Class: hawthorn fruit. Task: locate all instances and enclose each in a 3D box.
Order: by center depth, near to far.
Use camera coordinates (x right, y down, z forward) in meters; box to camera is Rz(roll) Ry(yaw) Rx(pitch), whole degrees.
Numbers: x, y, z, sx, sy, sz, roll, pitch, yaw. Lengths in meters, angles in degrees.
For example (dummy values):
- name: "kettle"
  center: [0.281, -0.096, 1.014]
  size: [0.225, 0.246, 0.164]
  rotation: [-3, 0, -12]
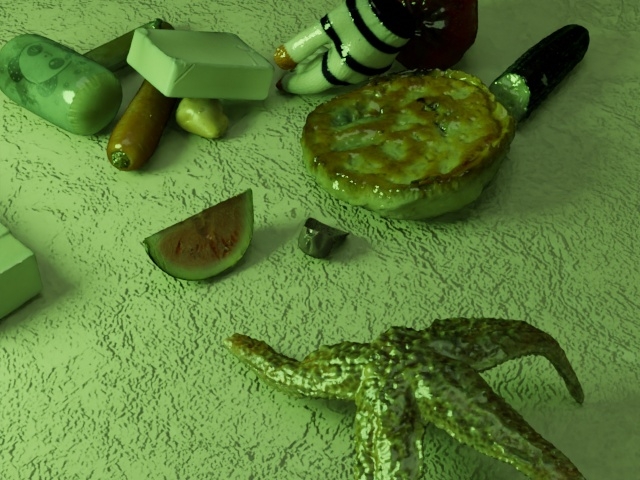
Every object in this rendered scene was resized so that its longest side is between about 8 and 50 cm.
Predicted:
- name: "hawthorn fruit"
  center: [0.177, -0.346, 1.879]
  size: [0.157, 0.157, 0.194]
  rotation: [18, 31, 18]

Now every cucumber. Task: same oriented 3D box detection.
- name: "cucumber"
  center: [0.334, -0.260, 1.840]
  size: [0.074, 0.074, 0.241]
  rotation: [26, 48, 25]

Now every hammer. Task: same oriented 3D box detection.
- name: "hammer"
  center: [-0.325, -0.272, 1.845]
  size: [0.202, 0.113, 0.305]
  rotation: [30, 43, 24]

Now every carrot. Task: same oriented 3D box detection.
- name: "carrot"
  center: [-0.252, -0.178, 1.759]
  size: [0.067, 0.067, 0.225]
  rotation: [7, 43, 8]

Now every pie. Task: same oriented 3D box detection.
- name: "pie"
  center: [0.121, -0.136, 1.705]
  size: [0.315, 0.092, 0.315]
  rotation: [-3, 40, 3]

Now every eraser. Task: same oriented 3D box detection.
- name: "eraser"
  center: [-0.489, 0.003, 1.562]
  size: [0.279, 0.081, 0.124]
  rotation: [35, 53, 31]

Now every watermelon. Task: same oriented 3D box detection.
- name: "watermelon"
  center: [-0.157, 0.000, 1.578]
  size: [0.163, 0.087, 0.069]
  rotation: [-26, 19, -26]

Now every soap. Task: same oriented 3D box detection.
- name: "soap"
  center: [-0.172, -0.257, 1.772]
  size: [0.183, 0.064, 0.121]
  rotation: [-4, 34, -41]

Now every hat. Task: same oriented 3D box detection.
- name: "hat"
  center: [0.000, 0.001, 1.600]
  size: [0.058, 0.042, 0.087]
  rotation: [23, 14, 12]

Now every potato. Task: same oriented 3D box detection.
- name: "potato"
  center: [-0.171, -0.181, 1.773]
  size: [0.068, 0.062, 0.083]
  rotation: [-44, 81, -4]

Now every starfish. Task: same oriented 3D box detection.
- name: "starfish"
  center: [0.112, 0.196, 1.342]
  size: [0.398, 0.132, 0.384]
  rotation: [-11, 49, -6]

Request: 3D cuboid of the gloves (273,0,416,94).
- name: "gloves"
  center: [0.027, -0.275, 1.803]
  size: [0.131, 0.218, 0.140]
  rotation: [48, 30, -2]
